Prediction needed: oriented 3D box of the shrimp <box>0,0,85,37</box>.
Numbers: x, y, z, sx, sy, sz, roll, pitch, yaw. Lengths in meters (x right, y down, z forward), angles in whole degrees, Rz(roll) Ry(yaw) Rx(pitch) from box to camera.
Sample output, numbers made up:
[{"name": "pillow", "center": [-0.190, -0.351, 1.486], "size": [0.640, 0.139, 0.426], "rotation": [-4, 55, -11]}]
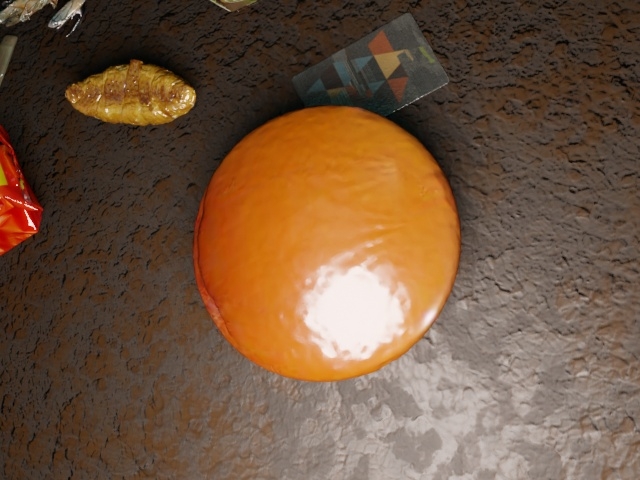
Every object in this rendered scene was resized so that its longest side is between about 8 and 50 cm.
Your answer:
[{"name": "shrimp", "center": [-0.523, -0.445, 0.971], "size": [0.219, 0.046, 0.152], "rotation": [-25, 71, 10]}]

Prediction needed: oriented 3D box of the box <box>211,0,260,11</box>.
[{"name": "box", "center": [-0.035, -0.609, 0.757], "size": [0.420, 0.138, 0.373], "rotation": [-14, 87, 21]}]

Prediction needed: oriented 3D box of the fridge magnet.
[{"name": "fridge magnet", "center": [0.000, 0.000, 0.674], "size": [0.363, 0.155, 0.364], "rotation": [-3, 79, 16]}]

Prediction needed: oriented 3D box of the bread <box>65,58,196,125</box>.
[{"name": "bread", "center": [-0.309, -0.245, 0.853], "size": [0.233, 0.076, 0.105], "rotation": [2, 92, 10]}]

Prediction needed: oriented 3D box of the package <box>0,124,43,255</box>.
[{"name": "package", "center": [-0.670, -0.034, 0.893], "size": [0.423, 0.123, 0.196], "rotation": [-30, 75, 8]}]

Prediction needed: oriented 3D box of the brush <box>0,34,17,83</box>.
[{"name": "brush", "center": [-0.641, -0.317, 0.989], "size": [0.034, 0.027, 0.190], "rotation": [15, 83, 16]}]

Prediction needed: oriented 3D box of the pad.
[{"name": "pad", "center": [0.071, -0.247, 0.781], "size": [0.211, 0.003, 0.143], "rotation": [-27, 74, 9]}]
